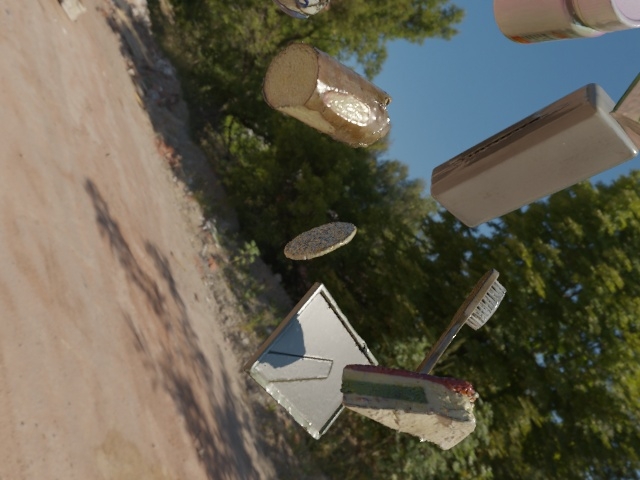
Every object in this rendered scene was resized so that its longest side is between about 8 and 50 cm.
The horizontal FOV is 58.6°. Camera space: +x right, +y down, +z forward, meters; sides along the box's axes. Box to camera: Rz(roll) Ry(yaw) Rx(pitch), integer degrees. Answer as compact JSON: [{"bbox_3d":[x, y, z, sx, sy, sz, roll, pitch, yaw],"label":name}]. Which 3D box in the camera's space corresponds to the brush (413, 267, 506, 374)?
[{"bbox_3d":[0.312,0.201,1.263,0.065,0.327,0.070,40,-18,4],"label":"brush"}]

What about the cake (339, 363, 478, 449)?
[{"bbox_3d":[0.153,0.248,0.903,0.220,0.117,0.086,32,35,-16],"label":"cake"}]

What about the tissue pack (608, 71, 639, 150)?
[{"bbox_3d":[0.373,-0.132,0.444,0.148,0.209,0.156,25,16,-39],"label":"tissue pack"}]

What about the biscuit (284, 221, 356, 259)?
[{"bbox_3d":[0.000,0.000,1.100,0.152,0.152,0.020,-122,-168,-71],"label":"biscuit"}]

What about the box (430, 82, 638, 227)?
[{"bbox_3d":[0.260,-0.098,0.725,0.103,0.244,0.055,36,50,-24],"label":"box"}]

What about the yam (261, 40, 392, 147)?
[{"bbox_3d":[0.023,-0.254,1.034,0.238,0.128,0.129,16,22,-47],"label":"yam"}]

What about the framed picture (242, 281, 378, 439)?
[{"bbox_3d":[-0.004,0.236,1.073,0.019,0.209,0.281,23,-27,47],"label":"framed picture"}]

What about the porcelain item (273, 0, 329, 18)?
[{"bbox_3d":[-0.025,-0.631,1.224,0.186,0.288,0.138,26,15,-7],"label":"porcelain item"}]

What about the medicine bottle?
[{"bbox_3d":[0.622,-0.604,1.391,0.219,0.219,0.388,64,-12,-21],"label":"medicine bottle"}]
